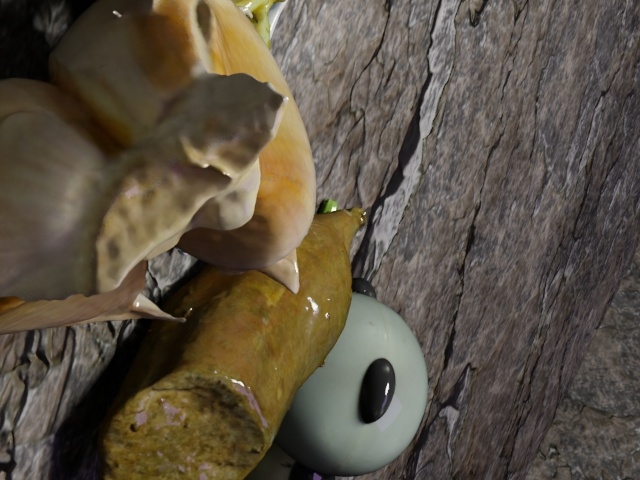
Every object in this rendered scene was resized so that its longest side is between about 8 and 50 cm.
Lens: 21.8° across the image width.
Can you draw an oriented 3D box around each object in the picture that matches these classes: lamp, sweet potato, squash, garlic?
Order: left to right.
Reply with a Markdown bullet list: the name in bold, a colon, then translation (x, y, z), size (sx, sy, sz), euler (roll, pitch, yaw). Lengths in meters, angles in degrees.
- **garlic**: translation (-0.122, -0.037, 1.086), size (0.286, 0.249, 0.313), euler (-61, 179, -1)
- **sweet potato**: translation (-0.069, 0.090, 1.474), size (0.369, 0.158, 0.157), euler (-57, 156, -45)
- **squash**: translation (0.000, 0.000, 1.706), size (0.027, 0.027, 0.089), euler (-1, 109, -67)
- **lamp**: translation (0.006, 0.167, 1.671), size (0.198, 0.198, 0.244), euler (-33, 155, -56)

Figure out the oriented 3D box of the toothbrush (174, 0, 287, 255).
- **toothbrush**: translation (-0.073, -0.114, 1.437), size (0.027, 0.021, 0.269), euler (28, 83, -74)

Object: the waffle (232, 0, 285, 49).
- **waffle**: translation (-0.069, -0.277, 1.235), size (0.297, 0.073, 0.317), euler (11, 97, -67)
